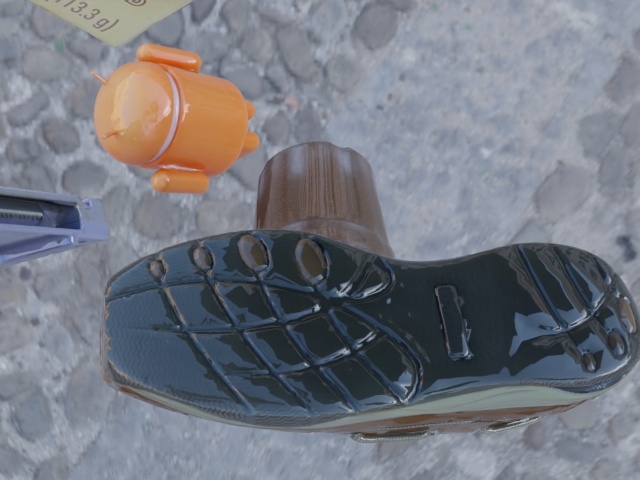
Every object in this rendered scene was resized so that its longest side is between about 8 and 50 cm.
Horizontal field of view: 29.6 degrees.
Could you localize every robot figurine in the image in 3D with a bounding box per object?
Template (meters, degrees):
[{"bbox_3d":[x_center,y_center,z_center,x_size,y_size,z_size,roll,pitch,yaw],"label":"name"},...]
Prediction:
[{"bbox_3d":[-0.176,-0.145,1.441,0.128,0.219,0.158,29,105,43],"label":"robot figurine"}]

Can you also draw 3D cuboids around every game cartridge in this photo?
[{"bbox_3d":[-0.386,0.000,1.113,0.230,0.355,0.068,-18,81,22],"label":"game cartridge"}]

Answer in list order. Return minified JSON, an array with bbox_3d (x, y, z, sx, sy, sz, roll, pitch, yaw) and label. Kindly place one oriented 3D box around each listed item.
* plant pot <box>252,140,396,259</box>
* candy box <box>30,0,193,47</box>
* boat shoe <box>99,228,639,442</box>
[{"bbox_3d":[0.000,0.000,1.221,0.167,0.167,0.165,3,47,-6],"label":"plant pot"},{"bbox_3d":[-0.106,-0.169,0.209,0.316,0.183,0.087,27,55,-36],"label":"candy box"},{"bbox_3d":[0.030,0.074,0.735,0.324,0.120,0.122,3,60,-11],"label":"boat shoe"}]
